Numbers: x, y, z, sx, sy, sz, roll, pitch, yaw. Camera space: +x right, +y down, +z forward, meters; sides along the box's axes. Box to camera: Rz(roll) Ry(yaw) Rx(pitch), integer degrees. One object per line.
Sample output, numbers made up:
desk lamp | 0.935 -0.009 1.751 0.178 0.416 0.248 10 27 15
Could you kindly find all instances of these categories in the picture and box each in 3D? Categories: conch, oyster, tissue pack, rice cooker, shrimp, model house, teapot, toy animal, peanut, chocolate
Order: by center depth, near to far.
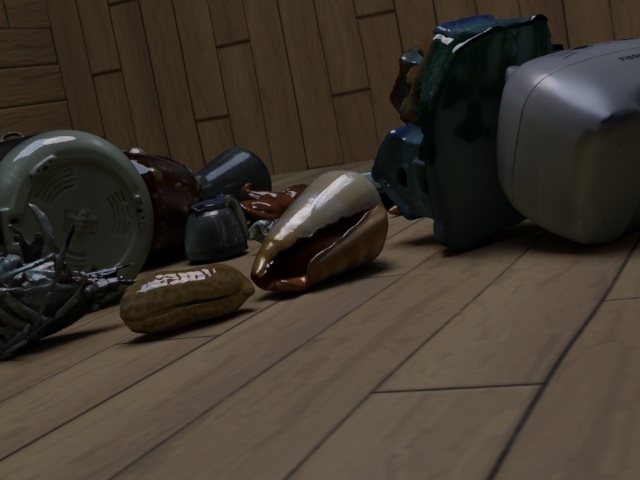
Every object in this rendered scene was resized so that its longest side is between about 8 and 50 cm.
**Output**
peanut | -0.164 0.069 1.285 0.174 0.080 0.080 -11 7 -29
shrimp | -0.435 0.081 1.317 0.410 0.166 0.221 -25 43 -8
tissue pack | 0.392 -0.144 1.380 0.333 0.229 0.236 -13 34 -23
conch | 0.001 0.008 1.455 0.158 0.127 0.255 28 53 29
model house | 0.184 -0.181 1.572 0.251 0.295 0.329 -20 21 -21
rice cooker | -0.424 -0.023 1.611 0.288 0.288 0.277 -16 8 -38
oyster | -0.026 -0.021 1.815 0.177 0.064 0.125 -13 4 -29
teapot | -0.175 -0.025 1.865 0.149 0.108 0.111 -16 11 -33
chocolate | -0.335 -0.065 2.006 0.210 0.225 0.340 -5 4 -27
toy animal | -0.100 -0.065 2.145 0.157 0.097 0.312 -1 12 19
teapot | -0.245 -0.101 2.422 0.225 0.171 0.203 -26 -16 -40

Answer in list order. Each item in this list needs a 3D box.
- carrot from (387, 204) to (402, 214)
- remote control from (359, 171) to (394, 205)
carrot | 0.210 -0.080 2.019 0.190 0.037 0.037 -14 8 -19
remote control | 0.190 -0.116 2.128 0.344 0.050 0.145 -9 -12 14
